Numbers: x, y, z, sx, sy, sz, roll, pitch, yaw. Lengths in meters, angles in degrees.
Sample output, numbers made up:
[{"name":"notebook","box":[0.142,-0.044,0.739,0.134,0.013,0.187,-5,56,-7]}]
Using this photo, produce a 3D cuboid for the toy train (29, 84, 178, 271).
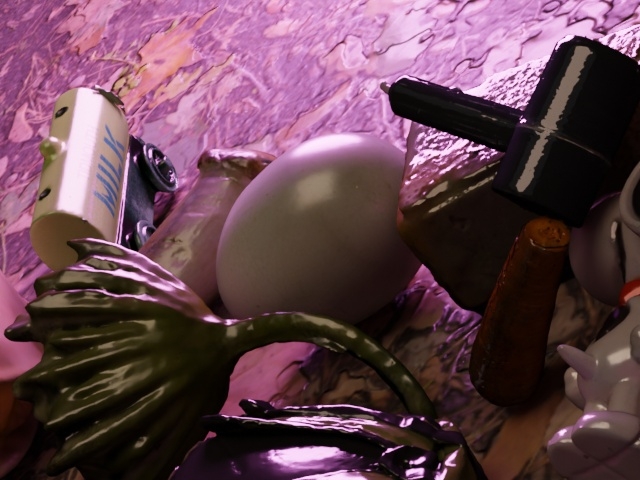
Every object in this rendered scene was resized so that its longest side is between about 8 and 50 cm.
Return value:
[{"name":"toy train","box":[-0.220,-0.046,1.849,0.105,0.157,0.253,-29,33,21]}]

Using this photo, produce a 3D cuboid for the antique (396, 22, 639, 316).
[{"name":"antique","box":[0.206,-0.071,1.433,0.284,0.125,0.150,-24,35,26]}]

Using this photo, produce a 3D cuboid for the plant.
[{"name":"plant","box":[-0.076,0.092,1.517,0.333,0.180,0.251,-16,81,11]}]

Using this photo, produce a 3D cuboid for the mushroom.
[{"name":"mushroom","box":[-0.139,0.042,1.730,0.312,0.081,0.100,-55,30,-14]}]

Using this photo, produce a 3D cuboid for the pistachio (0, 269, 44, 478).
[{"name":"pistachio","box":[-0.363,0.106,1.778,0.230,0.230,0.309,-43,35,-2]}]

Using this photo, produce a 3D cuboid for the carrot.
[{"name":"carrot","box":[0.142,0.052,1.334,0.055,0.161,0.055,4,42,-4]}]

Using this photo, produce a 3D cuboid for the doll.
[{"name":"doll","box":[0.247,0.035,1.267,0.208,0.144,0.271,-46,20,36]}]

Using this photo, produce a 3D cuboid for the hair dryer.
[{"name":"hair dryer","box":[0.125,-0.095,1.367,0.219,0.071,0.124,20,84,42]}]

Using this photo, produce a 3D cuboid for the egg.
[{"name":"egg","box":[0.000,0.000,1.550,0.209,0.151,0.151,-38,28,31]}]

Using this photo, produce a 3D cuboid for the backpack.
[{"name":"backpack","box":[-0.005,0.197,1.303,0.253,0.140,0.207,-14,28,18]}]
